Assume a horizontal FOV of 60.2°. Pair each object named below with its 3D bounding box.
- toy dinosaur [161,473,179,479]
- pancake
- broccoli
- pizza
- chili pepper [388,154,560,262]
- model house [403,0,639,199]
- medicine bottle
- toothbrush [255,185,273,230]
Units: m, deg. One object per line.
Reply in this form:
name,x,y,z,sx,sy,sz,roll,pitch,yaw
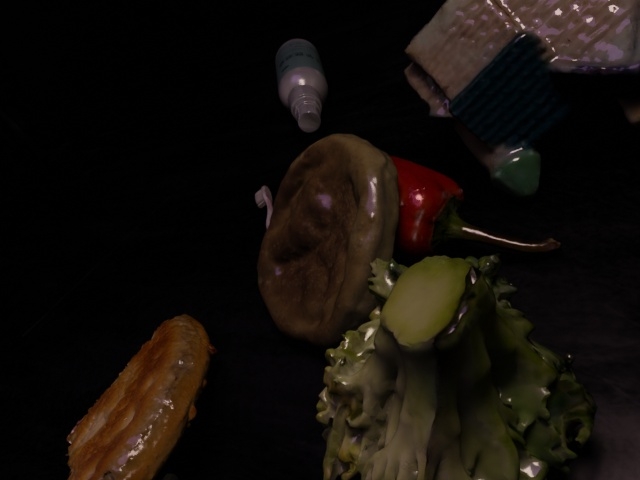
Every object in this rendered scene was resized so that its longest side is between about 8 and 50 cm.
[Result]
toy dinosaur,-0.155,0.292,0.526,0.087,0.179,0.187,-47,34,-17
pancake,0.000,0.000,0.724,0.294,0.049,0.294,-23,61,50
broccoli,0.091,0.121,0.464,0.248,0.245,0.288,-28,35,0
pizza,-0.241,0.233,0.737,0.226,0.086,0.335,-34,24,21
chili pepper,0.117,-0.036,0.728,0.134,0.131,0.338,-52,39,-6
model house,0.310,-0.223,0.732,0.298,0.243,0.284,-46,55,31
medicine bottle,-0.040,-0.338,1.220,0.110,0.110,0.351,-26,36,13
toothbrush,-0.087,-0.013,0.956,0.030,0.025,0.307,-36,34,13
